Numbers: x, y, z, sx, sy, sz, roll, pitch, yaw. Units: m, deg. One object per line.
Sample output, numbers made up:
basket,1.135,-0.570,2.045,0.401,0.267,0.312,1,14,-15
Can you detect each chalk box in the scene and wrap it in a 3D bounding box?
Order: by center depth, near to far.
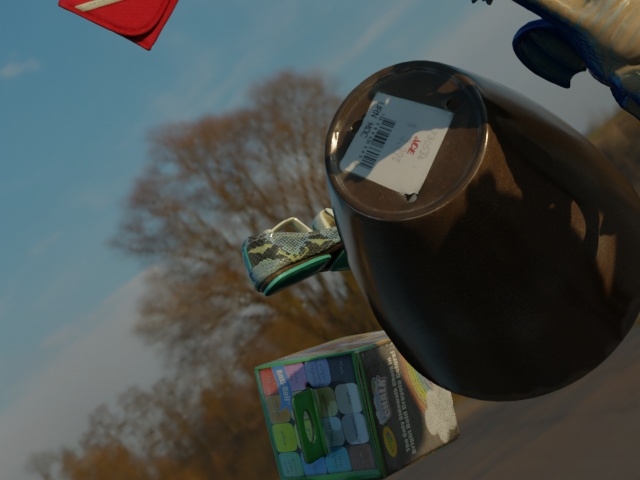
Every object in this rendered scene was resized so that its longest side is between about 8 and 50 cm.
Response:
chalk box,0.027,0.173,1.281,0.132,0.132,0.213,-13,-1,35

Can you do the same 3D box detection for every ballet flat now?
ballet flat,0.000,0.000,1.204,0.188,0.070,0.070,-14,-22,-46

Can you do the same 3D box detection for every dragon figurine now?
dragon figurine,0.174,-0.118,0.734,0.085,0.144,0.289,-53,-31,8

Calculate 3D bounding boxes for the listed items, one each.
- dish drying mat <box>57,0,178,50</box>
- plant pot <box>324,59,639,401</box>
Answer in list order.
dish drying mat,-0.044,-0.098,0.361,0.083,0.032,0.008,-61,16,13
plant pot,0.095,-0.022,0.848,0.215,0.215,0.230,-39,-32,7
